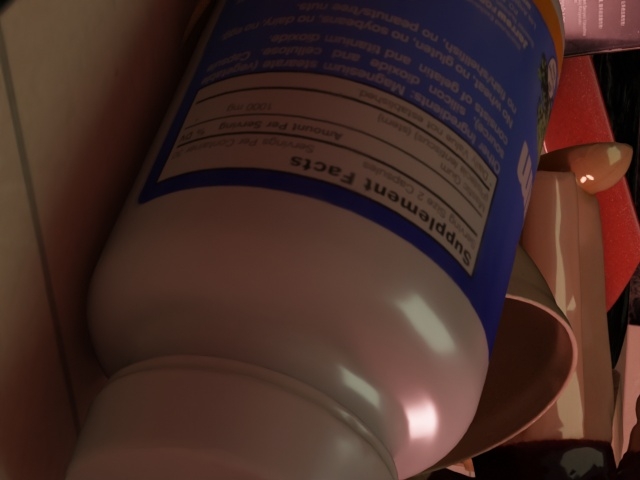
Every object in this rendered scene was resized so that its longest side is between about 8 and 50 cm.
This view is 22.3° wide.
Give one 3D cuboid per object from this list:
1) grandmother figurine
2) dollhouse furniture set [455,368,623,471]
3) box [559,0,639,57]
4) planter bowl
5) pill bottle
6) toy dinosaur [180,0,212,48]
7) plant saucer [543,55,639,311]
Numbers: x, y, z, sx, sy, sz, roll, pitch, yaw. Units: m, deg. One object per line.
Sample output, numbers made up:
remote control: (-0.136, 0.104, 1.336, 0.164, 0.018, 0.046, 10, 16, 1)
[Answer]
grandmother figurine: (0.122, 0.117, 0.908, 0.104, 0.208, 0.342, 139, -53, -72)
dollhouse furniture set: (0.096, 0.202, 1.041, 0.212, 0.161, 0.242, 71, 30, -58)
box: (0.131, -0.351, 0.903, 0.395, 0.097, 0.318, 80, 5, -47)
planter bowl: (0.032, 0.032, 0.798, 0.162, 0.162, 0.109, 74, 0, -54)
pill bottle: (0.000, 0.000, 0.629, 0.152, 0.152, 0.272, 78, 24, -50)
toy dinosaur: (-0.027, -0.173, 0.646, 0.092, 0.053, 0.183, 46, 52, -72)
plant saucer: (0.168, -0.122, 1.134, 0.259, 0.048, 0.258, -93, 163, -47)
